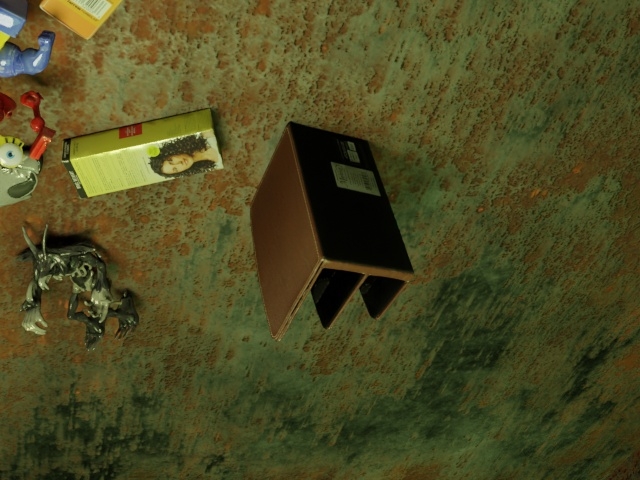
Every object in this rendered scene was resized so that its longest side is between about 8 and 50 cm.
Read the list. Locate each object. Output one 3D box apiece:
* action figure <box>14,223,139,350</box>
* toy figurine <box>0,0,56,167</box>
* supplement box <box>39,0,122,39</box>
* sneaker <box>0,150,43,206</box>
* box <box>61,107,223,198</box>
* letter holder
[{"bbox_3d":[-0.427,0.093,1.346,0.164,0.140,0.275,-12,141,15],"label":"action figure"},{"bbox_3d":[-0.447,-0.272,0.910,0.363,0.191,0.217,27,123,-29],"label":"toy figurine"},{"bbox_3d":[-0.247,-0.362,0.953,0.233,0.078,0.080,-38,130,23],"label":"supplement box"},{"bbox_3d":[-0.484,-0.132,1.140,0.132,0.086,0.228,-13,148,-9],"label":"sneaker"},{"bbox_3d":[-0.273,-0.134,1.203,0.232,0.058,0.087,-13,138,-1],"label":"box"},{"bbox_3d":[0.000,0.000,1.239,0.152,0.301,0.214,10,133,-25],"label":"letter holder"}]
